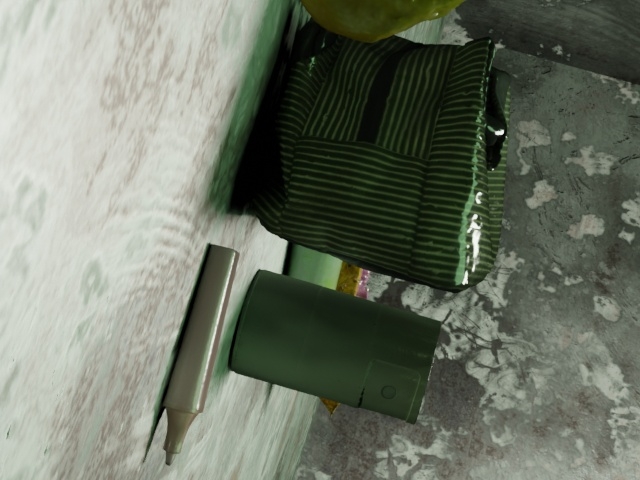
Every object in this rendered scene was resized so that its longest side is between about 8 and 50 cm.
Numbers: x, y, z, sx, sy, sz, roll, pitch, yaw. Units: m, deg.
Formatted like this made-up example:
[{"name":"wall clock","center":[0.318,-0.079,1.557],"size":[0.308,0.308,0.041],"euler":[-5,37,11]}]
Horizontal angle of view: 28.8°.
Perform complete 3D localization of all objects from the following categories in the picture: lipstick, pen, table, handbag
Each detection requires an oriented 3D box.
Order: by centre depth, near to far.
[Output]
[{"name":"pen","center":[-0.109,0.101,1.095],"size":[0.053,0.032,0.197],"euler":[64,40,-83]},{"name":"handbag","center":[0.076,-0.088,1.252],"size":[0.341,0.247,0.240],"euler":[-1,106,-78]},{"name":"table","center":[0.018,0.121,1.439],"size":[0.126,0.220,0.126],"euler":[15,90,-86]},{"name":"lipstick","center":[0.000,0.000,1.665],"size":[0.076,0.076,0.304],"euler":[-66,170,-54]}]

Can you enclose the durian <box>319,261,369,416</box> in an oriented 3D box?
[{"name":"durian","center":[0.014,0.089,1.953],"size":[0.191,0.112,0.341],"euler":[66,31,-67]}]

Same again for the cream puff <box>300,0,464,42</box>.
[{"name":"cream puff","center":[0.061,-0.284,0.795],"size":[0.323,0.270,0.274],"euler":[-63,134,-68]}]
